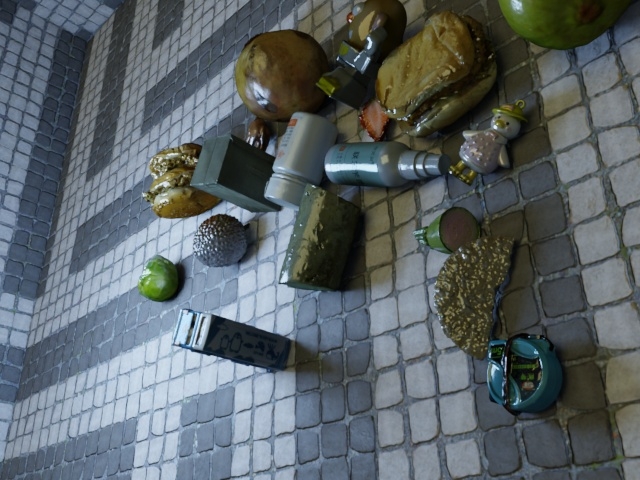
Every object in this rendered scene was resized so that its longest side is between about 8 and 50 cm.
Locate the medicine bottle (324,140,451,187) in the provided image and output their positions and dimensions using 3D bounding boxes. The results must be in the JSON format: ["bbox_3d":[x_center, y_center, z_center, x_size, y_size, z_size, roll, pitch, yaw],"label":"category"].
[{"bbox_3d":[0.159,-0.181,1.563,0.352,0.110,0.110,9,78,50],"label":"medicine bottle"}]

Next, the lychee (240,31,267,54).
[{"bbox_3d":[-0.159,-0.575,2.087,0.188,0.188,0.188,-25,54,39],"label":"lychee"}]

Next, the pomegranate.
[{"bbox_3d":[-0.101,-0.467,1.879,0.281,0.281,0.281,-25,54,39],"label":"pomegranate"}]

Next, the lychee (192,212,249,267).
[{"bbox_3d":[-0.290,-0.001,1.961,0.165,0.197,0.165,22,122,41],"label":"lychee"}]

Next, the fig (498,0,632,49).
[{"bbox_3d":[0.473,-0.527,1.277,0.258,0.258,0.326,-32,34,35],"label":"fig"}]

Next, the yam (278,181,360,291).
[{"bbox_3d":[0.000,0.000,1.618,0.161,0.161,0.267,7,76,50],"label":"yam"}]

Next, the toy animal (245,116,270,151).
[{"bbox_3d":[-0.202,-0.361,2.110,0.224,0.067,0.229,-148,74,-70],"label":"toy animal"}]

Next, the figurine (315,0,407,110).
[{"bbox_3d":[0.118,-0.493,1.696,0.284,0.167,0.342,-55,29,19],"label":"figurine"}]

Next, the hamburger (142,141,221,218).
[{"bbox_3d":[-0.454,-0.182,2.159,0.245,0.261,0.211,124,136,-65],"label":"hamburger"}]

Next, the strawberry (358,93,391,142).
[{"bbox_3d":[0.151,-0.314,1.693,0.104,0.048,0.152,-20,61,36],"label":"strawberry"}]

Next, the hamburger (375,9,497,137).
[{"bbox_3d":[0.268,-0.382,1.520,0.283,0.145,0.259,-33,44,40],"label":"hamburger"}]

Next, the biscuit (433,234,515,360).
[{"bbox_3d":[0.290,0.099,1.289,0.133,0.032,0.249,14,81,17],"label":"biscuit"}]

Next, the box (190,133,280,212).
[{"bbox_3d":[-0.226,-0.189,1.909,0.155,0.231,0.148,2,73,48],"label":"box"}]

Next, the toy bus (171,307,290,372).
[{"bbox_3d":[-0.214,0.250,1.626,0.131,0.297,0.106,0,72,42],"label":"toy bus"}]

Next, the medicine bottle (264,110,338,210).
[{"bbox_3d":[-0.053,-0.212,1.797,0.145,0.145,0.251,9,78,50],"label":"medicine bottle"}]

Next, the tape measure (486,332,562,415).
[{"bbox_3d":[0.355,0.233,1.153,0.125,0.081,0.146,-13,63,49],"label":"tape measure"}]

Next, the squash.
[{"bbox_3d":[0.257,-0.008,1.397,0.132,0.105,0.105,-21,54,62],"label":"squash"}]

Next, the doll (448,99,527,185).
[{"bbox_3d":[0.358,-0.206,1.376,0.129,0.081,0.207,45,105,30],"label":"doll"}]

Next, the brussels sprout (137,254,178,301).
[{"bbox_3d":[-0.530,0.133,2.187,0.149,0.122,0.151,-63,3,-7],"label":"brussels sprout"}]
